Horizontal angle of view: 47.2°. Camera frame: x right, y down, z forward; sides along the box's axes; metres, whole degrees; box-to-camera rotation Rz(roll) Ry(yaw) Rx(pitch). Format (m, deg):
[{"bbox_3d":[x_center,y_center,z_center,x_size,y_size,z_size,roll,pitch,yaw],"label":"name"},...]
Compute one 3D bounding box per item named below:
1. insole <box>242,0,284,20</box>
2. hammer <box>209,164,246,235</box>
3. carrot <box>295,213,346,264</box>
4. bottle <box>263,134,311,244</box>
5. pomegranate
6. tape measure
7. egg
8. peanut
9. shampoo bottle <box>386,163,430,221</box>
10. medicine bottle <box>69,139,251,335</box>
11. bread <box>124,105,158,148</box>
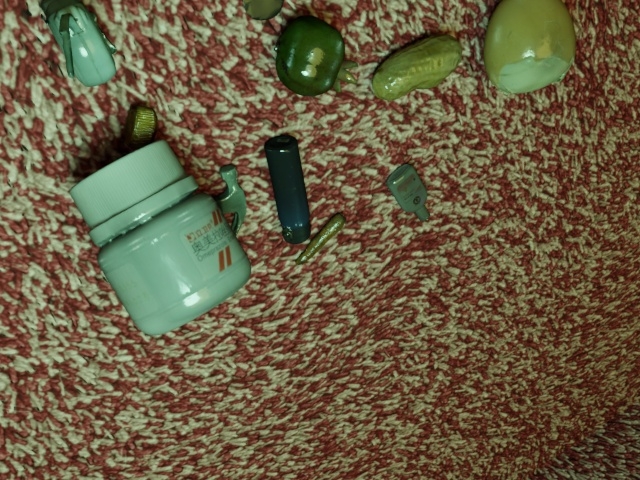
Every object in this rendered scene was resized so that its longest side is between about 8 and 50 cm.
[{"bbox_3d":[-0.109,-0.582,1.344,0.118,0.009,0.349,-13,122,-22],"label":"insole"},{"bbox_3d":[-0.263,-0.054,1.533,0.226,0.041,0.159,-21,124,-20],"label":"hammer"},{"bbox_3d":[-0.001,-0.001,1.726,0.165,0.036,0.035,-46,130,3],"label":"carrot"},{"bbox_3d":[-0.068,-0.104,1.598,0.082,0.072,0.245,-46,138,-40],"label":"bottle"},{"bbox_3d":[-0.006,-0.361,1.466,0.191,0.131,0.152,-1,113,-56],"label":"pomegranate"},{"bbox_3d":[-0.362,-0.295,1.148,0.084,0.330,0.164,-34,130,-7],"label":"tape measure"},{"bbox_3d":[0.467,-0.449,1.644,0.201,0.201,0.245,-11,108,-25],"label":"egg"},{"bbox_3d":[0.211,-0.373,1.598,0.225,0.095,0.108,-27,130,-14],"label":"peanut"},{"bbox_3d":[0.223,-0.110,1.792,0.080,0.040,0.165,-42,129,-6],"label":"shampoo bottle"},{"bbox_3d":[-0.297,-0.007,1.357,0.245,0.245,0.306,-32,98,-12],"label":"medicine bottle"},{"bbox_3d":[-0.333,-0.211,1.374,0.053,0.085,0.085,8,112,-29],"label":"bread"}]
